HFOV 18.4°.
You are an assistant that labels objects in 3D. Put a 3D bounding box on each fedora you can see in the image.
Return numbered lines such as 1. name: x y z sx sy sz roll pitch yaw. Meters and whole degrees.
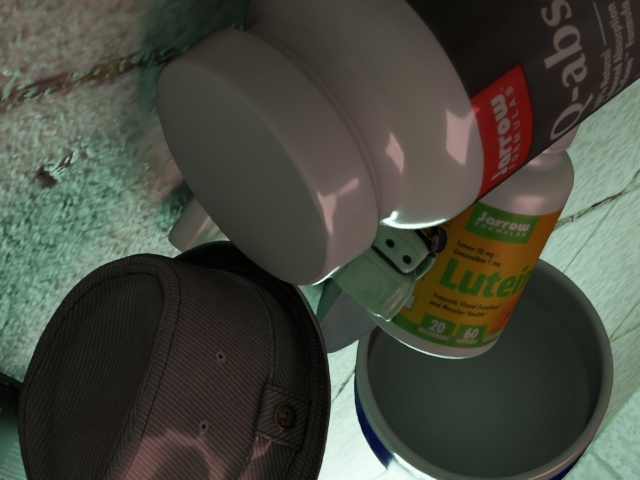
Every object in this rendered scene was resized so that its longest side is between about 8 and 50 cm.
1. fedora: -0.117 0.120 1.314 0.124 0.244 0.275 26 79 -45

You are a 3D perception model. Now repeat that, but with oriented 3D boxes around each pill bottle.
1. pill bottle: 0.134 -0.032 1.685 0.136 0.136 0.245 -23 144 -49
2. pill bottle: 0.081 -0.137 1.330 0.363 0.210 0.210 -37 161 -24

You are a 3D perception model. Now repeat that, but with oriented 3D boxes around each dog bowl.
1. dog bowl: 0.167 0.144 2.056 0.265 0.265 0.104 -39 163 -17

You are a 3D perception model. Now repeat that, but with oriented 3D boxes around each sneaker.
1. sneaker: 0.001 0.000 1.554 0.256 0.151 0.094 -16 148 -55

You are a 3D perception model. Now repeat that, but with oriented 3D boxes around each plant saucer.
1. plant saucer: 0.055 0.030 1.927 0.195 0.037 0.195 -39 161 -16

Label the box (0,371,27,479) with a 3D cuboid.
1. box: -0.301 0.233 1.379 0.318 0.097 0.395 -58 163 -5
